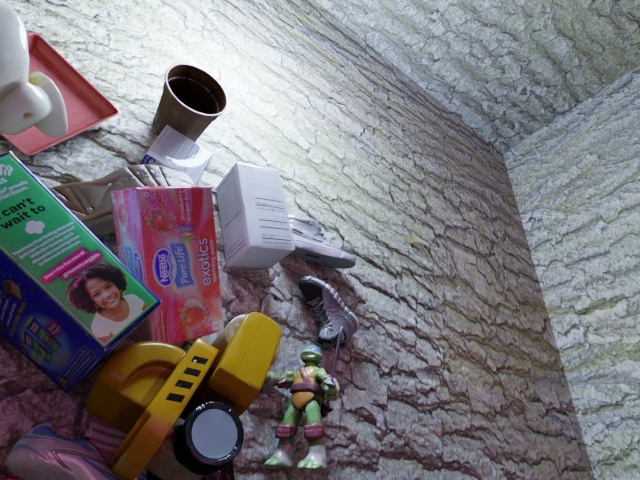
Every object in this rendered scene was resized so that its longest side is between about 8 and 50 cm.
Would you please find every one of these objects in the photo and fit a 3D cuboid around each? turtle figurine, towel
[{"bbox_3d":[-0.060,0.344,0.872,0.198,0.274,0.266,4,61,-1],"label":"turtle figurine"},{"bbox_3d":[-0.337,0.316,0.748,0.144,0.029,0.197,24,48,-20],"label":"towel"}]

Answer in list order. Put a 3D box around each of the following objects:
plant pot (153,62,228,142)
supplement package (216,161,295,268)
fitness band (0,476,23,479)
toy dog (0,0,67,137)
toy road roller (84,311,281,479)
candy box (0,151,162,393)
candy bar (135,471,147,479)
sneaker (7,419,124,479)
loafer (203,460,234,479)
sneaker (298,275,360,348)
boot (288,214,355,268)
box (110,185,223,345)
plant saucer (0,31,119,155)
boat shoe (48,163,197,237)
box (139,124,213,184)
[{"bbox_3d":[-0.359,-0.348,1.069,0.167,0.165,0.166,22,51,-30],"label":"plant pot"},{"bbox_3d":[-0.178,-0.061,1.064,0.134,0.139,0.244,5,62,-38],"label":"supplement package"},{"bbox_3d":[-0.432,0.476,0.568,0.291,0.054,0.209,40,42,-16],"label":"fitness band"},{"bbox_3d":[-0.631,-0.196,0.583,0.284,0.395,0.408,51,55,-23],"label":"toy dog"},{"bbox_3d":[-0.238,0.248,0.705,0.241,0.202,0.329,36,35,-7],"label":"toy road roller"},{"bbox_3d":[-0.453,0.070,0.644,0.317,0.268,0.122,46,40,-8],"label":"candy box"},{"bbox_3d":[-0.311,0.387,0.750,0.040,0.018,0.161,37,45,-18],"label":"candy bar"},{"bbox_3d":[-0.358,0.366,0.628,0.237,0.085,0.086,41,24,-13],"label":"sneaker"},{"bbox_3d":[-0.192,0.454,0.765,0.078,0.080,0.220,-24,81,-46],"label":"loafer"},{"bbox_3d":[0.010,0.210,1.097,0.229,0.086,0.132,45,46,-11],"label":"sneaker"},{"bbox_3d":[0.000,0.000,1.210,0.258,0.095,0.123,19,60,-31],"label":"boot"},{"bbox_3d":[-0.305,0.044,0.799,0.154,0.142,0.299,-8,97,-43],"label":"box"},{"bbox_3d":[-0.644,-0.322,0.889,0.259,0.048,0.258,45,43,-11],"label":"plant saucer"},{"bbox_3d":[-0.435,-0.079,0.872,0.341,0.110,0.121,-21,71,-43],"label":"boat shoe"},{"bbox_3d":[-0.371,-0.205,1.034,0.137,0.072,0.126,32,47,-21],"label":"box"}]
